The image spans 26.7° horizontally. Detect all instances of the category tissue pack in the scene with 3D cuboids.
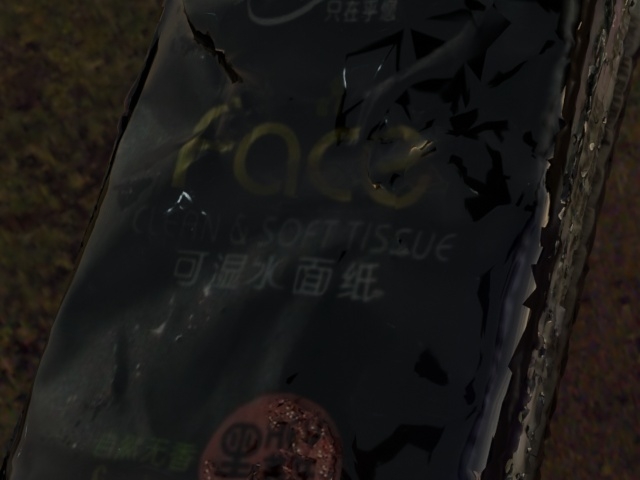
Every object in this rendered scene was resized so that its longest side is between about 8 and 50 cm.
[{"bbox_3d":[0.000,0.000,0.617,0.245,0.123,0.332,7,69,26],"label":"tissue pack"}]
